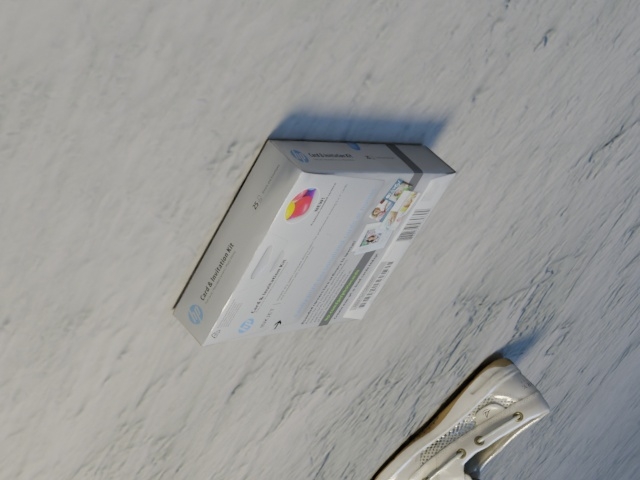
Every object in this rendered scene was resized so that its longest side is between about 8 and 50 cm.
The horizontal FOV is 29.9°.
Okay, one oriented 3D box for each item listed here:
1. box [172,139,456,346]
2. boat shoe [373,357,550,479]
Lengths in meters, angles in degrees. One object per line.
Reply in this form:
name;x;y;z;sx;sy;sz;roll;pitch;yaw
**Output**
box;0.000;0.000;0.836;0.186;0.038;0.145;-6;133;-54
boat shoe;0.143;0.260;1.340;0.277;0.096;0.098;-49;157;8
